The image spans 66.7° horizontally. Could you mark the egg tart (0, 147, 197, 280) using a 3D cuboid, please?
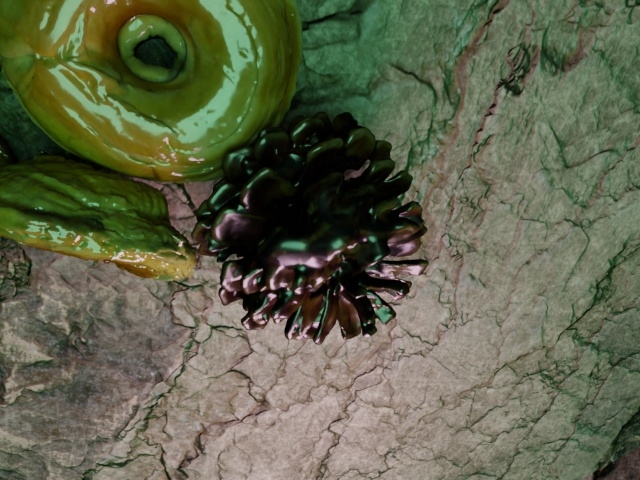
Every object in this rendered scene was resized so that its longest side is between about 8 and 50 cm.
[{"bbox_3d":[-0.388,-0.048,0.781,0.339,0.352,0.153,26,80,-53],"label":"egg tart"}]

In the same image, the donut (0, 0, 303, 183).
[{"bbox_3d":[-0.244,-0.288,0.734,0.449,0.198,0.448,-6,118,-12],"label":"donut"}]

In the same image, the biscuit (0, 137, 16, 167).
[{"bbox_3d":[-0.619,-0.127,0.824,0.188,0.027,0.187,-5,119,-10],"label":"biscuit"}]

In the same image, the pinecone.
[{"bbox_3d":[0.000,0.000,0.830,0.398,0.397,0.397,-6,119,-11],"label":"pinecone"}]
